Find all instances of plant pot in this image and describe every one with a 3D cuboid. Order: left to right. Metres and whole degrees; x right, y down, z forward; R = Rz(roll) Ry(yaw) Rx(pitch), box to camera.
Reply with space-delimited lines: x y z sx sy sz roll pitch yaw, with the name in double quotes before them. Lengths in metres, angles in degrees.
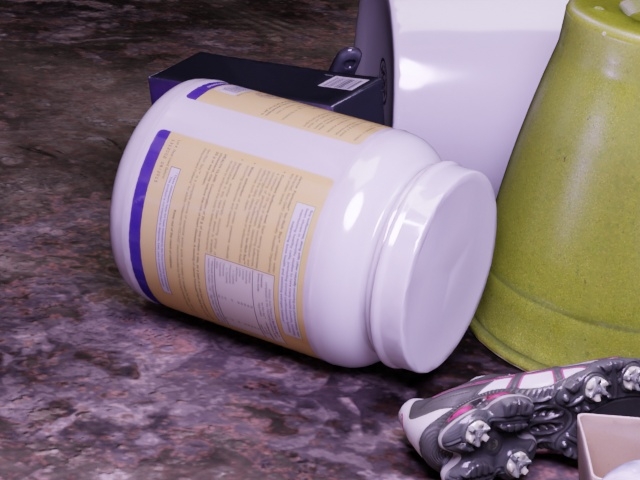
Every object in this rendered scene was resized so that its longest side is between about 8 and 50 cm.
"plant pot" 0.267 0.215 1.454 0.109 0.096 0.109 4 23 -1
"plant pot" 0.349 -0.070 1.817 0.366 0.353 0.366 5 22 -2

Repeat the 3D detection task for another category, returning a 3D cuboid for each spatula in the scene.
"spatula" 0.000 -0.130 2.026 0.084 0.296 0.030 -3 56 -17

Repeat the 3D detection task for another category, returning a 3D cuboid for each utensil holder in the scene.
"utensil holder" 0.250 -0.182 2.101 0.385 0.328 0.327 0 23 -9

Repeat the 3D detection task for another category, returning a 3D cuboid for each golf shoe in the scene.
"golf shoe" 0.203 0.149 1.595 0.272 0.105 0.120 -6 18 -27

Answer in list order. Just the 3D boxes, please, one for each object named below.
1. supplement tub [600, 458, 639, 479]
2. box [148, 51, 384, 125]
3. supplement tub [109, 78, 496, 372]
"supplement tub" 0.371 0.245 1.267 0.338 0.207 0.207 -4 25 -20
"box" -0.056 -0.097 1.961 0.261 0.184 0.103 12 31 35
"supplement tub" -0.016 -0.013 1.744 0.331 0.241 0.241 18 26 26
